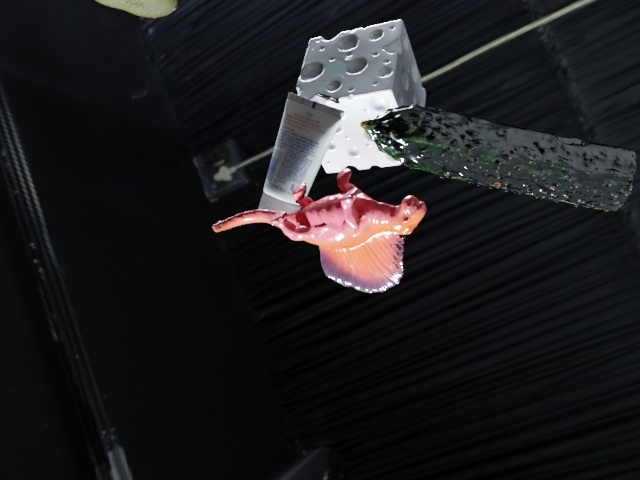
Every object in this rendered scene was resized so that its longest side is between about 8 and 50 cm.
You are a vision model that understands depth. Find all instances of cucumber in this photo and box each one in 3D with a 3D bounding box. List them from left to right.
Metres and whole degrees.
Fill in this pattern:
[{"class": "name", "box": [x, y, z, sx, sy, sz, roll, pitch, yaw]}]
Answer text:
[{"class": "cucumber", "box": [0.177, -0.086, 0.599, 0.300, 0.072, 0.072, 10, -133, -14]}]

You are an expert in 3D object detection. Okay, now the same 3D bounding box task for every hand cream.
[{"class": "hand cream", "box": [-0.052, -0.164, 1.218, 0.133, 0.247, 0.083, 26, -169, 22]}]

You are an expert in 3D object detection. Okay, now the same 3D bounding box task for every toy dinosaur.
[{"class": "toy dinosaur", "box": [0.007, 0.005, 0.688, 0.139, 0.286, 0.070, 55, -133, -23]}]

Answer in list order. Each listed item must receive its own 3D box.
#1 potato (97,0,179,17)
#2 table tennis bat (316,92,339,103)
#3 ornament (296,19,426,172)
[{"class": "potato", "box": [-0.361, -0.502, 1.117, 0.235, 0.160, 0.177, 20, -135, -53]}, {"class": "table tennis bat", "box": [0.020, -0.297, 1.267, 0.050, 0.007, 0.083, 8, -161, -25]}, {"class": "ornament", "box": [0.102, -0.335, 1.446, 0.239, 0.240, 0.239, 58, -144, -48]}]
